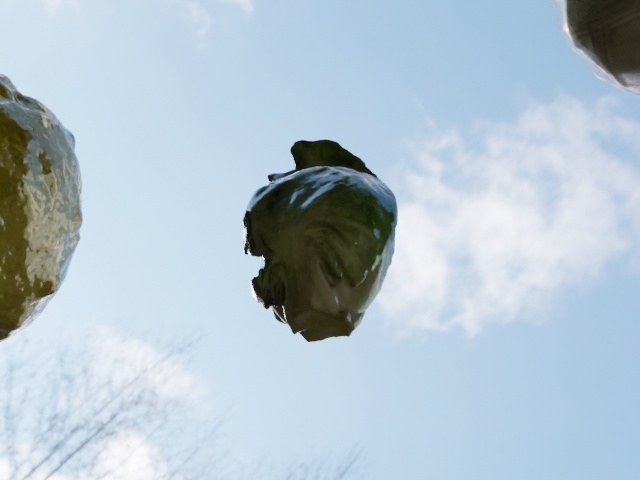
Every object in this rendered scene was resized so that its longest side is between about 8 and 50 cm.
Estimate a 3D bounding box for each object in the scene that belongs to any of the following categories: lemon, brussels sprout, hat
[{"bbox_3d":[-0.406,-0.028,1.215,0.285,0.316,0.285,18,-14,5],"label":"lemon"},{"bbox_3d":[-0.002,-0.001,0.893,0.139,0.181,0.100,-25,-59,21],"label":"brussels sprout"},{"bbox_3d":[0.298,-0.174,0.835,0.275,0.232,0.161,43,-57,34],"label":"hat"}]
